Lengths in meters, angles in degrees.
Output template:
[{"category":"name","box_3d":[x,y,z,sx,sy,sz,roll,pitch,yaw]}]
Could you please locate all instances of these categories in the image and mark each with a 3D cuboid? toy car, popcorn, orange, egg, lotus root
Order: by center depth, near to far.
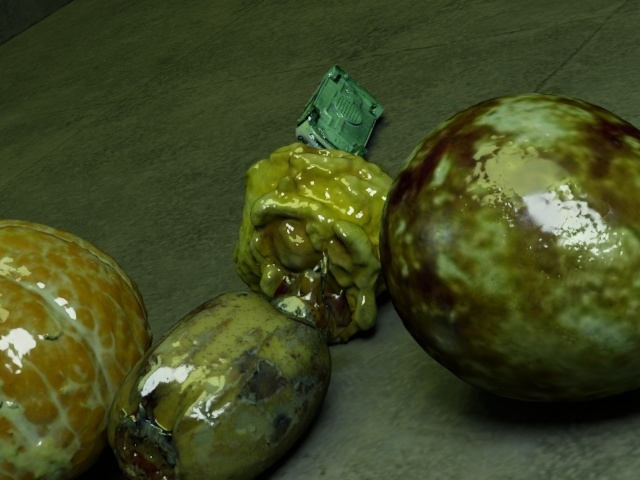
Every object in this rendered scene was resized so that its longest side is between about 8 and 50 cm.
[{"category":"egg","box_3d":[0.177,0.011,1.121,0.238,0.238,0.289,-32,33,-19]},{"category":"lotus root","box_3d":[-0.067,0.118,1.253,0.154,0.154,0.278,-4,30,42]},{"category":"orange","box_3d":[-0.307,0.121,1.309,0.329,0.249,0.329,-38,17,13]},{"category":"popcorn","box_3d":[-0.003,0.001,1.417,0.198,0.197,0.155,-3,32,43]},{"category":"toy car","box_3d":[0.017,-0.150,1.874,0.076,0.090,0.224,-43,12,28]}]
